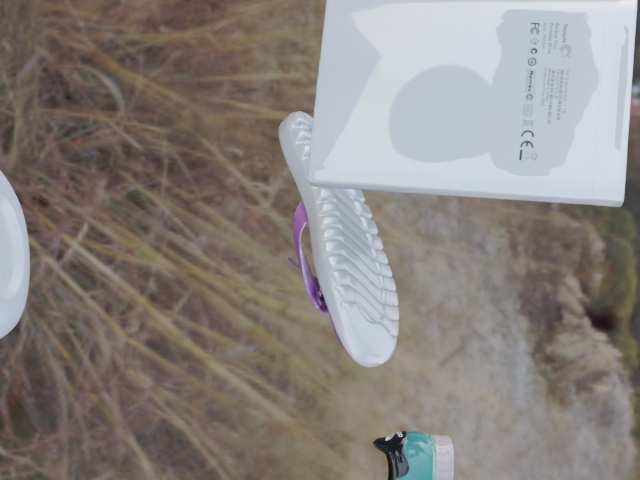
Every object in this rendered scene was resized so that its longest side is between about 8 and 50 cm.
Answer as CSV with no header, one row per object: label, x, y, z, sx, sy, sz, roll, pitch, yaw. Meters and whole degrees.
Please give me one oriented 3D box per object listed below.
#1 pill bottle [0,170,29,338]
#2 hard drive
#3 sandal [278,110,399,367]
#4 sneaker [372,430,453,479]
pill bottle,-0.456,0.024,1.018,0.181,0.322,0.182,-7,90,-84
hard drive,0.171,-0.166,1.227,0.047,0.353,0.233,40,56,-75
sandal,0.010,0.006,1.478,0.169,0.102,0.416,31,36,-44
sneaker,0.110,0.417,1.493,0.108,0.121,0.302,121,-24,-78
